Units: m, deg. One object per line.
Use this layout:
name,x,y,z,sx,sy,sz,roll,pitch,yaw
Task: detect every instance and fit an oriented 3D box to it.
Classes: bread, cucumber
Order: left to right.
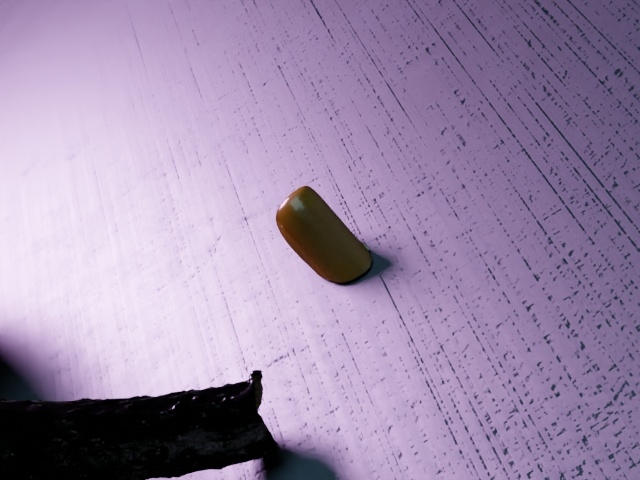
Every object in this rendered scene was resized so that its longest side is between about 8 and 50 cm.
cucumber,-0.177,0.155,1.034,0.072,0.303,0.081,-46,53,57
bread,0.001,0.001,1.234,0.049,0.103,0.062,-38,-9,-21
